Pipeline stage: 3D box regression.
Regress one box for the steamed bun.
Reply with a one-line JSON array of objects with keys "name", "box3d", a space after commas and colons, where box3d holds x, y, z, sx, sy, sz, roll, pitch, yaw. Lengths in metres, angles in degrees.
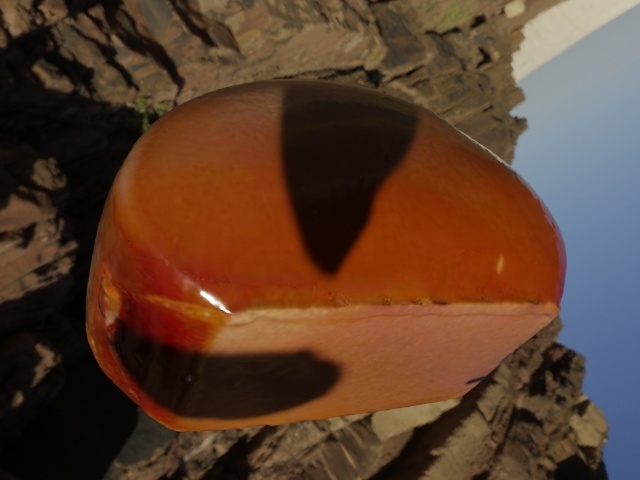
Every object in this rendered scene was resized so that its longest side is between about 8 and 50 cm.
[{"name": "steamed bun", "box3d": [0.000, 0.000, 0.570, 0.379, 0.248, 0.235, 2, 142, -27]}]
